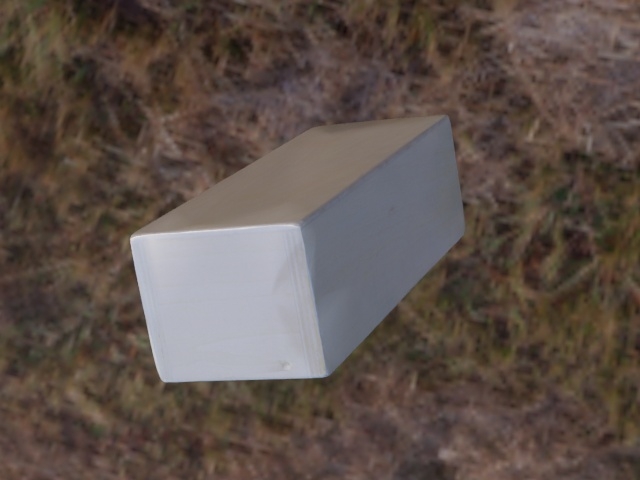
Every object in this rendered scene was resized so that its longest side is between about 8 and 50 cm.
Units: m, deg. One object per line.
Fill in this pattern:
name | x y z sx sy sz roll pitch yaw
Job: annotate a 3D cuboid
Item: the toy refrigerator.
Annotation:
toy refrigerator | 0.000 0.000 0.856 0.102 0.269 0.094 -4 105 22
